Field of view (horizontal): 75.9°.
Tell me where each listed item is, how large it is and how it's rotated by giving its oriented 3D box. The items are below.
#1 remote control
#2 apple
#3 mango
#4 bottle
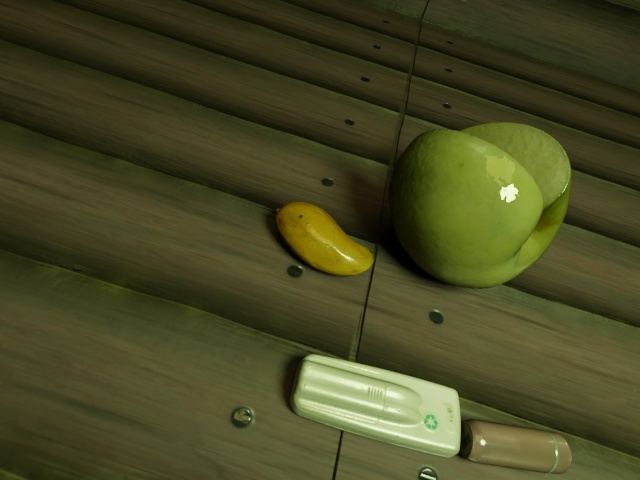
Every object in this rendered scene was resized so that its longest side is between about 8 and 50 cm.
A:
[{"bbox_3d":[0.077,0.215,0.549,0.231,0.049,0.090,16,50,-4],"label":"remote control"},{"bbox_3d":[0.258,-0.068,0.695,0.292,0.291,0.254,-25,38,-32],"label":"apple"},{"bbox_3d":[0.000,0.000,0.702,0.190,0.075,0.098,37,58,8],"label":"mango"},{"bbox_3d":[0.257,0.274,0.546,0.140,0.053,0.053,11,48,-6],"label":"bottle"}]
